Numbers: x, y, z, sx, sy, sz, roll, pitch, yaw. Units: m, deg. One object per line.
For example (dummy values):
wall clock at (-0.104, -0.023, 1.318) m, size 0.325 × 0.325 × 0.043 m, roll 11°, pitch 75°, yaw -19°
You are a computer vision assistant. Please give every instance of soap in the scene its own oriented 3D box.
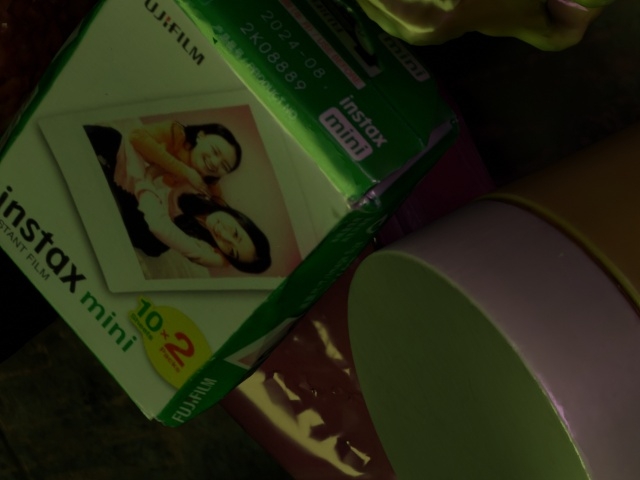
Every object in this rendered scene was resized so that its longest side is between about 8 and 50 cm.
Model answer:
soap at (0.000, 0.000, 1.045) m, size 0.220 × 0.127 × 0.324 m, roll -13°, pitch 107°, yaw 42°

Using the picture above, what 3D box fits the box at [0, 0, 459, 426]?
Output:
box at (-0.059, -0.035, 0.910) m, size 0.180 × 0.103 × 0.250 m, roll 49°, pitch 134°, yaw 6°

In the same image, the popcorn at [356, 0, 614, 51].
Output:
popcorn at (0.068, -0.207, 0.763) m, size 0.282 × 0.247 × 0.282 m, roll 28°, pitch 144°, yaw 23°

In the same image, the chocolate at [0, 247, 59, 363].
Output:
chocolate at (-0.304, -0.013, 1.234) m, size 0.340 × 0.225 × 0.210 m, roll -40°, pitch 77°, yaw 47°

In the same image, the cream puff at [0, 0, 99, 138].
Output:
cream puff at (-0.263, -0.169, 0.993) m, size 0.350 × 0.350 × 0.229 m, roll 62°, pitch 160°, yaw -11°

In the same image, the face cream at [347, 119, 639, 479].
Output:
face cream at (0.146, 0.066, 0.873) m, size 0.218 × 0.179 × 0.218 m, roll 50°, pitch 155°, yaw 33°
